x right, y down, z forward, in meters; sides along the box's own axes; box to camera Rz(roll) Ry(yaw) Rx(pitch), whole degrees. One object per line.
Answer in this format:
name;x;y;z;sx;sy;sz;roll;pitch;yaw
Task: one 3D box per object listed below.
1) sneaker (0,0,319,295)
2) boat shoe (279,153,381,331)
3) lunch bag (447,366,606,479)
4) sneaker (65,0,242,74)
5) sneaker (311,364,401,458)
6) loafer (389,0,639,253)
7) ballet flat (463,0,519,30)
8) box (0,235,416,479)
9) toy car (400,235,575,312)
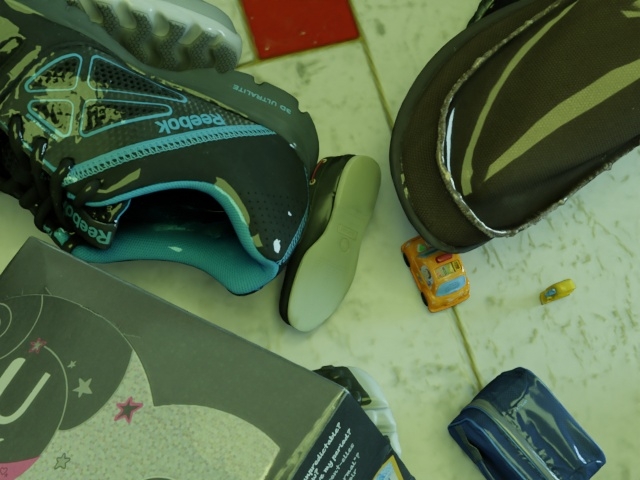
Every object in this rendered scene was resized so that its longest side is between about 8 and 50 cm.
sneaker;-0.164;-0.068;0.702;0.340;0.125;0.140;14;45;-9
boat shoe;0.001;0.001;0.784;0.049;0.042;0.133;34;70;-42
lunch bag;0.136;0.141;0.746;0.065;0.067;0.098;-40;84;-15
sneaker;-0.187;-0.183;0.778;0.281;0.105;0.115;16;54;-11
sneaker;0.004;0.217;0.693;0.110;0.118;0.292;-4;54;7
loafer;0.197;-0.130;0.775;0.366;0.130;0.134;-42;106;-19
ballet flat;0.138;-0.160;0.842;0.057;0.049;0.173;24;73;1
box;-0.100;0.128;0.625;0.247;0.142;0.163;22;69;35
toy car;0.121;0.016;0.794;0.122;0.040;0.060;-4;75;-8
